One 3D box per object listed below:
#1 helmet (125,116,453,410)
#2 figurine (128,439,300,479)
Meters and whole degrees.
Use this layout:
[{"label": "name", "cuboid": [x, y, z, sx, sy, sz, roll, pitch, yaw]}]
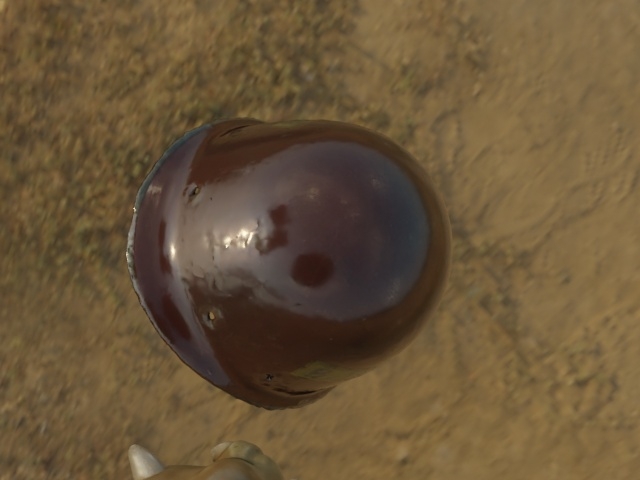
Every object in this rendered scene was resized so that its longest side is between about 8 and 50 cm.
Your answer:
[{"label": "helmet", "cuboid": [0.000, 0.000, 0.894, 0.175, 0.106, 0.155, 12, 70, -42]}, {"label": "figurine", "cuboid": [-0.085, 0.263, 1.265, 0.173, 0.177, 0.247, -1, 84, 23]}]
